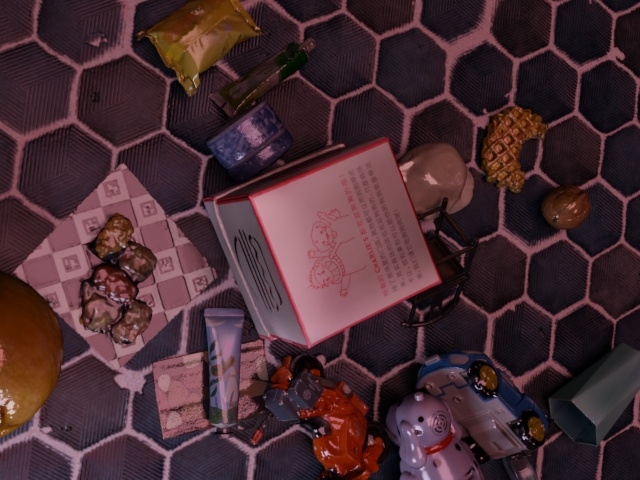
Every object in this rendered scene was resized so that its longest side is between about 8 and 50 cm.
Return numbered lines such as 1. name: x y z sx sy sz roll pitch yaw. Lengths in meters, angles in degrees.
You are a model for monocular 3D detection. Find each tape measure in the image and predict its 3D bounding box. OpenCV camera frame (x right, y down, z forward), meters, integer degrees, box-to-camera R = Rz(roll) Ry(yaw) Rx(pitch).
1. tape measure: 0.493 0.484 2.036 0.179 0.104 0.107 -29 98 -19

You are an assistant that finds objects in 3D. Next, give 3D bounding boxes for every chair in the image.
1. chair: 0.228 0.054 1.911 0.154 0.260 0.141 -22 59 -18

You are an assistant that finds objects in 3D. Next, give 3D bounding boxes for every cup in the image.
1. cup: 0.657 0.349 2.085 0.235 0.134 0.148 -35 74 -22

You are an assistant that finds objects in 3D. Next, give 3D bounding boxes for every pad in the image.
1. pad: -0.214 0.296 1.814 0.234 0.003 0.158 -10 93 -21

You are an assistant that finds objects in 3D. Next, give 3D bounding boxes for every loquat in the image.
1. loquat: -0.574 0.194 1.536 0.276 0.284 0.276 -8 122 -13

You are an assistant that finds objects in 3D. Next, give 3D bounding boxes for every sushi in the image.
1. sushi: -0.376 0.054 1.722 0.292 0.059 0.294 -46 105 -16

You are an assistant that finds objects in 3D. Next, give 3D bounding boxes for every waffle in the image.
1. waffle: 0.439 -0.210 2.044 0.149 0.051 0.194 17 84 -19

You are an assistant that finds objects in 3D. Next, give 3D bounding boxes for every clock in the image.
1. clock: 0.223 0.424 1.875 0.188 0.189 0.254 -26 106 -19

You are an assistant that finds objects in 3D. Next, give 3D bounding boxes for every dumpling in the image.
1. dumpling: 0.237 -0.126 1.926 0.250 0.132 0.162 -21 92 -38

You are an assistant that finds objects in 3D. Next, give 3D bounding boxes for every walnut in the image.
1. walnut: 0.564 -0.078 2.069 0.124 0.105 0.105 -34 102 -27

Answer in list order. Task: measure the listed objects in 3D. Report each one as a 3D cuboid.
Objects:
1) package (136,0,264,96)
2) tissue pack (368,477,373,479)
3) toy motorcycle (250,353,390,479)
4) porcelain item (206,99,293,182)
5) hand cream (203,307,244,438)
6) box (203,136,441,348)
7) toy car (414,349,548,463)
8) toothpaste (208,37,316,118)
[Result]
1. package: -0.233 -0.407 1.760 0.226 0.090 0.168 -44 102 -18
2. tissue pack: 0.103 0.569 1.891 0.085 0.028 0.138 -10 52 -27
3. toy motorcycle: 0.007 0.391 1.837 0.326 0.147 0.221 47 52 -18
4. porcelain item: -0.136 -0.191 1.768 0.147 0.147 0.114 -39 104 -17
5. hand cream: -0.195 0.262 1.798 0.088 0.055 0.256 3 83 -26
6. box: 0.000 0.000 1.738 0.312 0.300 0.314 -24 99 -20
7. toy car: 0.349 0.341 1.948 0.314 0.198 0.166 46 42 -12
8. toothpaste: -0.108 -0.337 1.831 0.248 0.047 0.078 -38 68 -17
